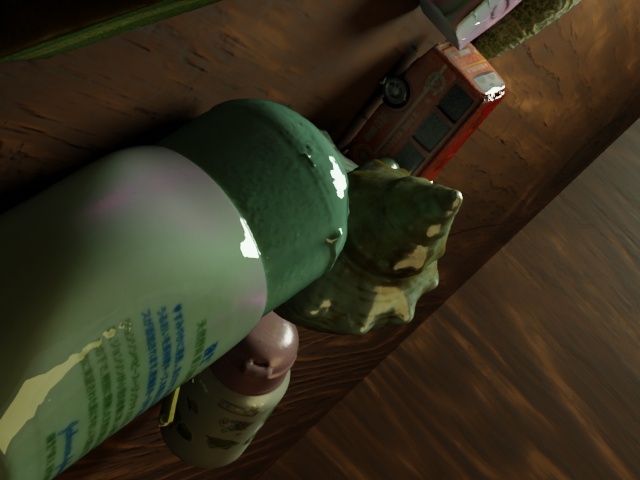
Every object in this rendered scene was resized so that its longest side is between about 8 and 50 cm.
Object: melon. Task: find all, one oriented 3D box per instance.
[{"bbox_3d":[0.220,-0.242,1.360,0.182,0.054,0.098,-42,-176,-1],"label":"melon"}]

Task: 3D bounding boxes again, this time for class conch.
[{"bbox_3d":[-0.003,-0.013,1.190,0.203,0.170,0.386,-26,-162,-34],"label":"conch"}]

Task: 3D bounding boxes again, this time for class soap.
[{"bbox_3d":[0.151,-0.230,1.116,0.149,0.056,0.100,-42,171,1],"label":"soap"}]

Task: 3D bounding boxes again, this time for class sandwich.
[{"bbox_3d":[-0.109,-0.104,0.658,0.116,0.074,0.074,-50,166,31],"label":"sandwich"}]

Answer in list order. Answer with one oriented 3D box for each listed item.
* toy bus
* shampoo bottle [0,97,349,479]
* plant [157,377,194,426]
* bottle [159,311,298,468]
[{"bbox_3d":[0.077,-0.090,1.277,0.073,0.096,0.235,-24,157,-50],"label":"toy bus"},{"bbox_3d":[-0.123,0.025,0.894,0.349,0.151,0.222,-34,160,-32],"label":"shampoo bottle"},{"bbox_3d":[-0.131,0.104,1.216,0.116,0.104,0.122,-38,129,-55],"label":"plant"},{"bbox_3d":[-0.099,0.159,1.538,0.120,0.120,0.253,-33,165,-39],"label":"bottle"}]
